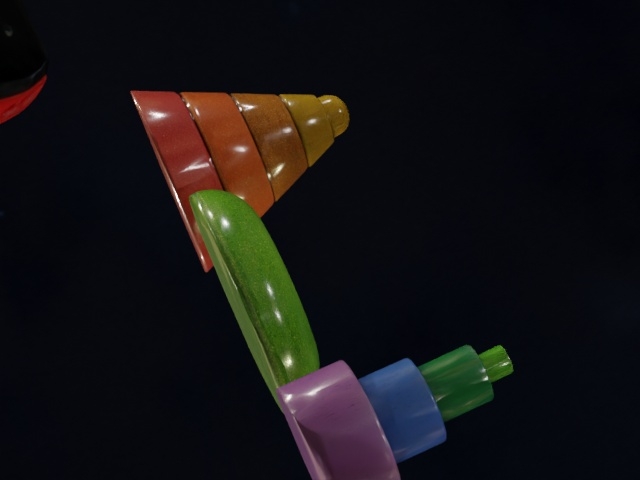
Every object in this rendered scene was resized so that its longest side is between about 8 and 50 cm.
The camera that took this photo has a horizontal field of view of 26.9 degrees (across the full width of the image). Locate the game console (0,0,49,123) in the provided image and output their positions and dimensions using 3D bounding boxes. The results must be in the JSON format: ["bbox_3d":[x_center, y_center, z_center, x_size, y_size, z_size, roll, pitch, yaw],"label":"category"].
[{"bbox_3d":[-0.306,-0.187,0.498,0.060,0.342,0.387,-26,-89,36],"label":"game console"}]

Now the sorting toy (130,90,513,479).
[{"bbox_3d":[0.000,0.000,0.736,0.365,0.126,0.127,-125,-166,-55],"label":"sorting toy"}]
